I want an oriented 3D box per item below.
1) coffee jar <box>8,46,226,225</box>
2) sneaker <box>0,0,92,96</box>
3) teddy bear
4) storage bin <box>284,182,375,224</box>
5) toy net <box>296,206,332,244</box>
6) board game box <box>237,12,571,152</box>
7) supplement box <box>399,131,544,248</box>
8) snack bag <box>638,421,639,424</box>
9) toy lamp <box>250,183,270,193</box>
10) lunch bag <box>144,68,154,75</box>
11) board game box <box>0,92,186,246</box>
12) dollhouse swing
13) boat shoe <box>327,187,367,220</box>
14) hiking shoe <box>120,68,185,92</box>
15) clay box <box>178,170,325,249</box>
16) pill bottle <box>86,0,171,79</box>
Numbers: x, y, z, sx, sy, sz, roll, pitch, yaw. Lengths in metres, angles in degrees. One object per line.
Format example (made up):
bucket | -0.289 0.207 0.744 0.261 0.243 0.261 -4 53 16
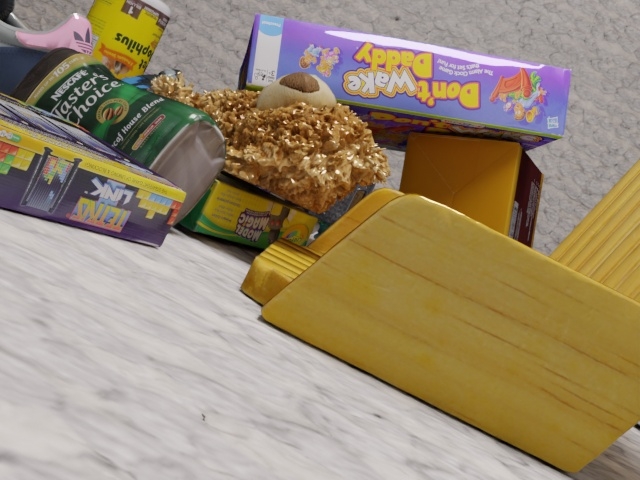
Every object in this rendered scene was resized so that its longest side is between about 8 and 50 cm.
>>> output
coffee jar | -0.172 -0.090 0.733 0.184 0.096 0.079 28 -17 30
sneaker | -0.356 -0.210 0.841 0.319 0.131 0.112 27 5 5
teddy bear | -0.051 -0.109 0.893 0.245 0.113 0.338 22 2 -2
storage bin | 0.012 -0.083 1.522 0.084 0.122 0.180 25 5 -18
toy net | 0.000 0.000 1.062 0.122 0.045 0.232 32 8 34
board game box | 0.079 -0.166 1.047 0.347 0.078 0.233 8 -4 -8
supplement box | 0.178 -0.013 1.075 0.129 0.191 0.194 9 -3 23
snack bag | 0.466 0.237 1.050 0.342 0.037 0.323 22 7 -42
toy lamp | -0.193 -0.153 1.462 0.274 0.080 0.080 25 5 -30
lunch bag | -0.397 -0.308 1.829 0.224 0.108 0.279 35 10 29
board game box | -0.194 -0.058 0.587 0.141 0.048 0.170 32 6 32
dollhouse swing | 0.155 -0.036 0.709 0.315 0.305 0.347 27 6 0
boat shoe | 0.013 -0.094 1.762 0.341 0.122 0.110 40 6 25
hiking shoe | -0.245 -0.158 1.241 0.132 0.113 0.304 -8 22 -10
clay box | -0.095 -0.037 0.862 0.127 0.053 0.222 27 3 27
pill bottle | -0.332 -0.299 1.423 0.117 0.215 0.117 26 5 -2
